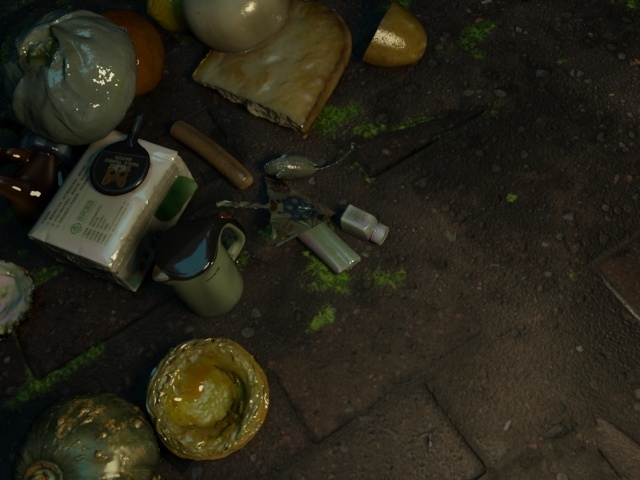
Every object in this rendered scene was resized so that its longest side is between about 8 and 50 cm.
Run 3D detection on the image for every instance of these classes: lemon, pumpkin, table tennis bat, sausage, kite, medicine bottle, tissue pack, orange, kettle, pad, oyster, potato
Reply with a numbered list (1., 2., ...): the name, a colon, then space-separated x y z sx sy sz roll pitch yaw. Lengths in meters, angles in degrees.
1. lemon: -0.449 -0.748 1.786 0.180 0.180 0.193 13 73 10
2. pumpkin: -0.475 0.481 1.189 0.291 0.257 0.328 4 73 20
3. table tennis bat: -0.481 -0.213 1.419 0.150 0.027 0.236 10 68 11
4. sausage: -0.303 -0.241 1.606 0.301 0.066 0.066 38 74 17
5. kite: -0.111 -0.085 1.472 0.314 0.011 0.335 5 35 -15
6. medicine bottle: 0.113 -0.036 1.471 0.118 0.074 0.055 27 70 16
7. tissue pack: -0.523 -0.086 1.482 0.266 0.194 0.356 19 67 14
8. orange: -0.574 -0.535 1.661 0.264 0.264 0.264 -2 66 4
9. kettle: -0.272 0.047 1.369 0.165 0.255 0.240 36 73 21
10. pad: -0.339 0.446 1.332 0.157 0.003 0.112 33 72 18
11. oyster: -0.848 0.144 1.469 0.259 0.092 0.198 19 69 3
12. potato: 0.229 -0.577 1.667 0.158 0.178 0.203 30 46 1

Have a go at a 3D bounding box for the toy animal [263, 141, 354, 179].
1. toy animal: -0.028 -0.207 1.557 0.252 0.079 0.070 -9 87 2

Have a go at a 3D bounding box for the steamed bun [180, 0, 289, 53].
1. steamed bun: -0.250 -0.701 1.637 0.324 0.206 0.324 -11 55 16

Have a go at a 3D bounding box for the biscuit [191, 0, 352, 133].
1. biscuit: -0.127 -0.539 1.694 0.429 0.104 0.446 20 70 23

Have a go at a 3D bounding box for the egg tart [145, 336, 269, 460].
1. egg tart: -0.254 0.356 1.301 0.288 0.118 0.288 -1 67 3

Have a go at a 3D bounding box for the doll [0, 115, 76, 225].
1. doll: -0.781 -0.207 1.575 0.317 0.209 0.340 15 66 -24

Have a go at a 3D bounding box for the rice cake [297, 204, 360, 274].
1. rice cake: 0.001 0.000 1.483 0.080 0.042 0.222 -40 69 -18

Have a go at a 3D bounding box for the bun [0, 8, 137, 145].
1. bun: -0.635 -0.417 1.428 0.361 0.211 0.362 -4 80 22
